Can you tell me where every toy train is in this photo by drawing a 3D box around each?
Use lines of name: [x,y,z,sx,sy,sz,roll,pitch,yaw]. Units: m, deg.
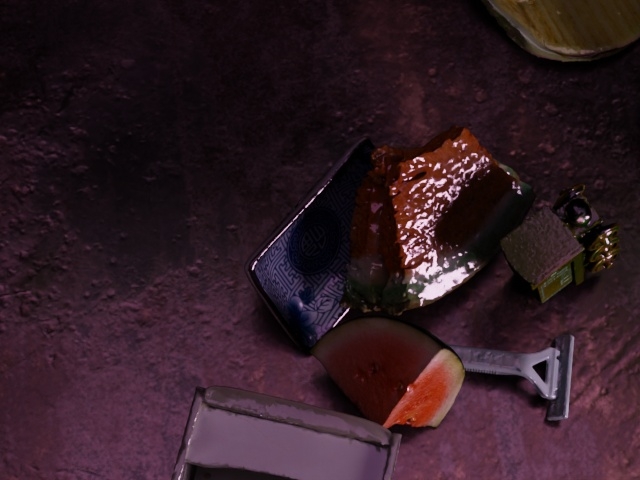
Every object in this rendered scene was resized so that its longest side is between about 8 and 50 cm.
toy train: [0.304,0.011,1.526,0.137,0.225,0.090,-38,70,2]

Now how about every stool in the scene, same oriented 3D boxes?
stool: [-0.054,0.334,1.400,0.243,0.170,0.270,13,68,4]

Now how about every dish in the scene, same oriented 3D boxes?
dish: [0.000,0.000,1.566,0.243,0.182,0.080,-48,40,-17]

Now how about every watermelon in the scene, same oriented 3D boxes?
watermelon: [0.104,0.163,1.481,0.193,0.145,0.137,-3,83,38]

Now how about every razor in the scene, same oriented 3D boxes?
razor: [0.183,0.153,1.542,0.278,0.056,0.111,9,69,2]

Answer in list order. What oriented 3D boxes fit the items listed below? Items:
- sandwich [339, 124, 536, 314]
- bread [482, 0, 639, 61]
sandwich: [0.152,-0.040,1.542,0.292,0.212,0.109,-23,26,-27]
bread: [0.366,-0.394,1.780,0.301,0.045,0.301,1,69,-3]
